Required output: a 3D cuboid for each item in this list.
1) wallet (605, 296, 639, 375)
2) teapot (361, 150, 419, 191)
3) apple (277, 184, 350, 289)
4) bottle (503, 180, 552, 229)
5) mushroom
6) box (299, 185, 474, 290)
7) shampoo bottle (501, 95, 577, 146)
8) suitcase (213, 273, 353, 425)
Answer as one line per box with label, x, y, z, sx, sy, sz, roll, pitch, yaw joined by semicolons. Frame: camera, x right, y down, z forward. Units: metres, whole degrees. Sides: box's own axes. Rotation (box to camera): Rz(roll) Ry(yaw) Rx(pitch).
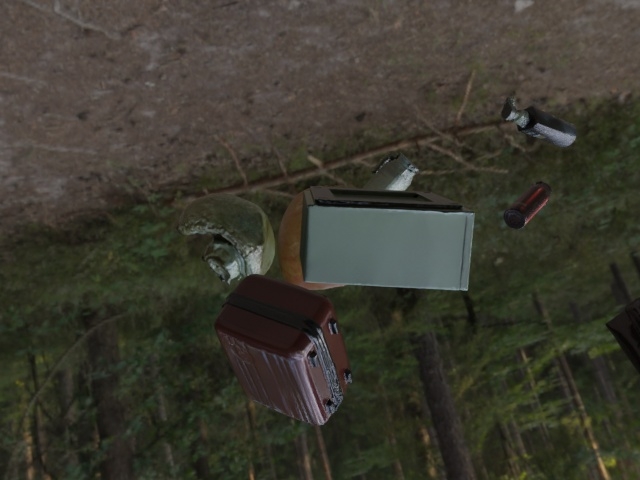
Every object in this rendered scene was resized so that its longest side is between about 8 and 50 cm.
wallet;0.619;0.187;1.162;0.049;0.229;0.182;16;131;-37
teapot;0.154;-0.140;1.738;0.200;0.107;0.077;-47;141;13
apple;0.000;0.000;2.039;0.308;0.314;0.252;-2;168;29
bottle;0.493;-0.085;1.597;0.164;0.060;0.060;-37;179;-38
mushroom;-0.205;-0.020;1.707;0.164;0.267;0.190;-23;-157;48
box;0.085;-0.012;1.006;0.224;0.118;0.225;3;-172;-4
shampoo bottle;0.483;-0.262;1.507;0.207;0.064;0.057;12;160;-32
suitcase;-0.070;0.223;1.374;0.236;0.161;0.297;15;143;27
